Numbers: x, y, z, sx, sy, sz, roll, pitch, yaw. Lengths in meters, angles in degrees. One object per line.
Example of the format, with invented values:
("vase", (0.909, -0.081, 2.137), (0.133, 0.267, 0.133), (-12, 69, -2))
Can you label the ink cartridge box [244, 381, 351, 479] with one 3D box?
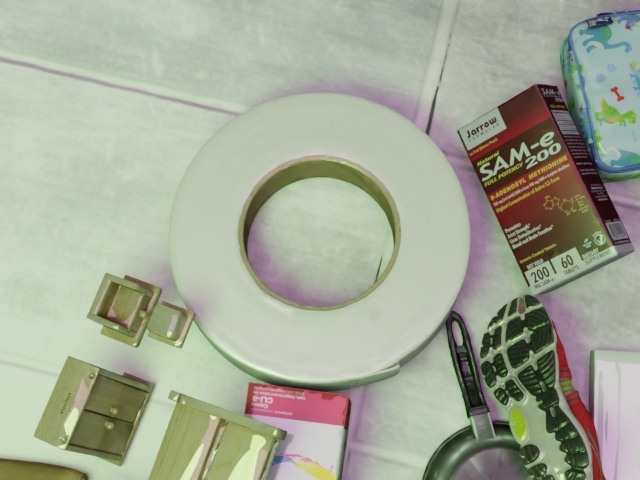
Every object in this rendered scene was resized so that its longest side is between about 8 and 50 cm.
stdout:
("ink cartridge box", (-0.035, 0.274, 1.456), (0.127, 0.128, 0.176), (7, 79, 3))

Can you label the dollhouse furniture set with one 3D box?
("dollhouse furniture set", (-0.131, 0.241, 1.407), (0.355, 0.174, 0.303), (18, 81, 18))

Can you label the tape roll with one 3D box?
("tape roll", (0.000, 0.000, 1.517), (0.391, 0.072, 0.392), (0, 73, 1))

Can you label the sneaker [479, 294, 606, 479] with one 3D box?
("sneaker", (0.283, 0.204, 1.479), (0.107, 0.118, 0.279), (-27, 56, 24))

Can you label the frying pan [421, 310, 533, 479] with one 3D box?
("frying pan", (0.235, 0.263, 1.495), (0.197, 0.053, 0.326), (10, 82, 1))

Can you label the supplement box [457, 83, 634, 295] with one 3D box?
("supplement box", (0.287, -0.065, 1.512), (0.130, 0.073, 0.239), (-30, 77, 31))

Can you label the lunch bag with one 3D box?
("lunch bag", (0.417, -0.194, 1.553), (0.176, 0.090, 0.219), (-7, 80, -3))

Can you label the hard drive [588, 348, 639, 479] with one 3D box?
("hard drive", (0.495, 0.248, 1.489), (0.307, 0.040, 0.203), (3, 79, 2))

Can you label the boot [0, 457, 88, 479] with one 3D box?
("boot", (-0.452, 0.375, 1.472), (0.269, 0.089, 0.236), (13, 80, 3))
